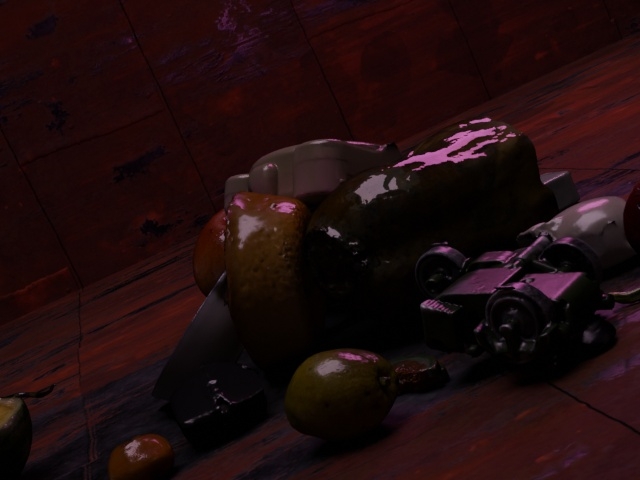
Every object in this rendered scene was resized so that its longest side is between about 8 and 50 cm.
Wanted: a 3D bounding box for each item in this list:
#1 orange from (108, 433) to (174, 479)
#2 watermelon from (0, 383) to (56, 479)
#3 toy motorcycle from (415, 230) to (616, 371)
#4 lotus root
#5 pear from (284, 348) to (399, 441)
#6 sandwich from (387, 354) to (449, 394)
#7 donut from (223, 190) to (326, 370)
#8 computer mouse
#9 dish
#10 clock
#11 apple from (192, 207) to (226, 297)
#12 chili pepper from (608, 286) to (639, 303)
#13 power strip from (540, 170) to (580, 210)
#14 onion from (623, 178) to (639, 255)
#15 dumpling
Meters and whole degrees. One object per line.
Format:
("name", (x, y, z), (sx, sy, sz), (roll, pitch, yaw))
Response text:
("orange", (-0.222, 0.271, 1.421), (0.086, 0.062, 0.086), (-23, 12, 5))
("watermelon", (-0.496, 0.314, 1.655), (0.204, 0.127, 0.232), (-18, 12, 32))
("toy motorcycle", (0.203, 0.078, 1.301), (0.275, 0.127, 0.205), (-7, 19, 40))
("lotus root", (0.145, -0.021, 1.616), (0.346, 0.251, 0.250), (-24, 8, -27))
("pear", (0.022, 0.167, 1.265), (0.131, 0.107, 0.107), (-28, 6, 31))
("sandwich", (0.092, 0.160, 1.360), (0.135, 0.029, 0.067), (-18, 10, 33))
("donut", (-0.059, 0.057, 1.674), (0.108, 0.278, 0.277), (-4, 12, 9))
("computer mouse", (-0.141, 0.207, 1.549), (0.122, 0.074, 0.217), (-25, 10, -10))
("dish", (-0.156, 0.154, 1.718), (0.228, 0.086, 0.236), (-59, 1, -42))
("clock", (0.014, -0.071, 1.859), (0.283, 0.114, 0.309), (11, -16, -38))
("apple", (-0.142, 0.021, 2.236), (0.210, 0.173, 0.235), (0, 26, 13))
("chili pepper", (0.367, 0.055, 1.309), (0.083, 0.017, 0.030), (-21, 8, -1))
("power strip", (0.241, -0.011, 1.873), (0.385, 0.062, 0.091), (-26, 7, -15))
("onion", (0.410, -0.026, 1.323), (0.131, 0.131, 0.131), (-23, 9, 4))
("dumpling", (0.350, -0.004, 1.499), (0.176, 0.093, 0.150), (-27, -6, 15))
